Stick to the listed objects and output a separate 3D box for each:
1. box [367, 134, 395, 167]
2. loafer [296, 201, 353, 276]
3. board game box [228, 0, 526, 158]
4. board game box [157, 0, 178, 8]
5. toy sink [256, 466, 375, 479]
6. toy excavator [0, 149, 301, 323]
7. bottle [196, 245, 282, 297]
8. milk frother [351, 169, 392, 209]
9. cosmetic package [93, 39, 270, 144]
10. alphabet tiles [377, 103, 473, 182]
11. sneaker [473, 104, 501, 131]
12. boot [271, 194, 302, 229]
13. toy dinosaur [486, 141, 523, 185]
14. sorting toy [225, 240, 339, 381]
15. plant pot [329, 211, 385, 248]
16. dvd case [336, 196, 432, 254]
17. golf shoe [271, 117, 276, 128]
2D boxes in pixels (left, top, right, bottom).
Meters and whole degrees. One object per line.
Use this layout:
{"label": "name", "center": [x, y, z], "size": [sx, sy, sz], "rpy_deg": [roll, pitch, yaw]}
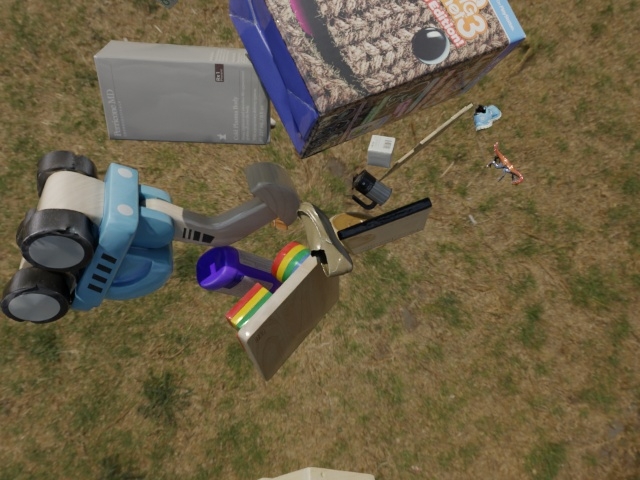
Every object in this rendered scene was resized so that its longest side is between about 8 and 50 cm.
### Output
{"label": "box", "center": [0.255, -0.376, 1.903], "size": [0.102, 0.087, 0.101], "rpy_deg": [11, 54, 11]}
{"label": "loafer", "center": [0.000, 0.000, 0.776], "size": [0.050, 0.056, 0.148], "rpy_deg": [-31, 80, -24]}
{"label": "board game box", "center": [0.062, -0.279, 0.582], "size": [0.291, 0.141, 0.232], "rpy_deg": [-26, 87, -16]}
{"label": "board game box", "center": [-0.331, -0.606, 0.821], "size": [0.053, 0.193, 0.305], "rpy_deg": [-17, 64, 39]}
{"label": "toy sink", "center": [-0.030, 0.496, 0.811], "size": [0.153, 0.131, 0.234], "rpy_deg": [24, 135, -30]}
{"label": "toy excavator", "center": [-0.319, -0.023, 0.893], "size": [0.445, 0.222, 0.433], "rpy_deg": [16, 126, -36]}
{"label": "bottle", "center": [-0.157, 0.091, 1.082], "size": [0.118, 0.283, 0.092], "rpy_deg": [-27, 60, 29]}
{"label": "milk frother", "center": [0.191, -0.207, 1.776], "size": [0.135, 0.143, 0.129], "rpy_deg": [34, 124, -14]}
{"label": "cosmetic package", "center": [-0.197, -0.222, 0.682], "size": [0.238, 0.107, 0.127], "rpy_deg": [-3, 126, -10]}
{"label": "alphabet tiles", "center": [0.308, -0.288, 1.368], "size": [0.285, 0.342, 0.011], "rpy_deg": [-38, 89, -10]}
{"label": "sneaker", "center": [0.544, -0.418, 1.479], "size": [0.063, 0.162, 0.073], "rpy_deg": [-12, 113, 40]}
{"label": "boot", "center": [-0.141, -0.116, 1.842], "size": [0.073, 0.197, 0.152], "rpy_deg": [-7, 103, -38]}
{"label": "toy dinosaur", "center": [0.409, -0.158, 0.994], "size": [0.047, 0.082, 0.090], "rpy_deg": [-33, 131, -19]}
{"label": "sorting toy", "center": [-0.074, 0.132, 0.936], "size": [0.089, 0.257, 0.255], "rpy_deg": [33, 65, 22]}
{"label": "plant pot", "center": [0.133, -0.043, 1.590], "size": [0.237, 0.236, 0.032], "rpy_deg": [7, 120, -1]}
{"label": "dvd case", "center": [0.135, -0.021, 0.939], "size": [0.180, 0.253, 0.022], "rpy_deg": [-21, 79, 6]}
{"label": "golf shoe", "center": [-0.228, -0.458, 1.573], "size": [0.186, 0.067, 0.085], "rpy_deg": [28, 82, -26]}
